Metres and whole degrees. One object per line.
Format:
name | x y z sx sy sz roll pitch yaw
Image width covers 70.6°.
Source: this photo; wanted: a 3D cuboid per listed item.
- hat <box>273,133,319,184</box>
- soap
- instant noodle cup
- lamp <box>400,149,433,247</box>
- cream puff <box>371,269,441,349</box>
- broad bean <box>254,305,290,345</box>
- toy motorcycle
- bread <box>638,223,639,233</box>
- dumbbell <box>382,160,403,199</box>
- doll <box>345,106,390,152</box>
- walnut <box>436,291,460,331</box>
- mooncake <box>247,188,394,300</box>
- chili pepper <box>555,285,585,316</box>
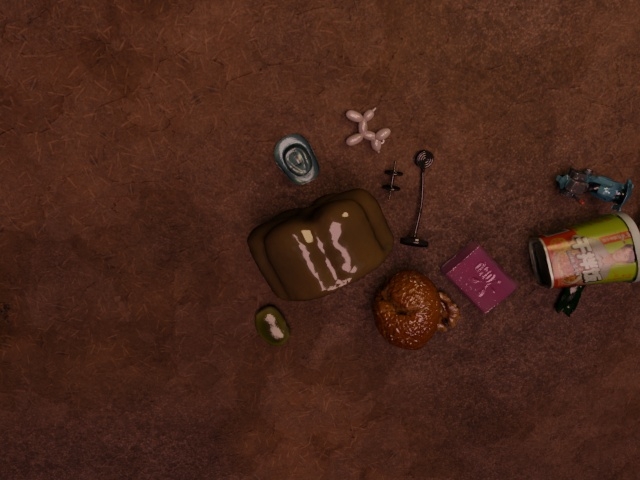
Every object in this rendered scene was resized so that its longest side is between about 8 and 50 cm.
hat | -0.080 -0.285 1.616 0.138 0.078 0.190 -34 107 5
soap | 0.629 0.145 1.799 0.181 0.081 0.259 -43 105 10
instant noodle cup | 0.978 0.052 1.702 0.308 0.294 0.293 -12 108 9
lamp | 0.382 -0.140 1.676 0.130 0.108 0.370 10 107 -11
cream puff | 0.307 0.254 1.703 0.212 0.303 0.302 16 107 -21
broad bean | -0.193 0.348 1.820 0.125 0.082 0.174 -34 97 7
toy motorcycle | 1.018 -0.191 1.664 0.273 0.182 0.123 7 120 -5
bread | 1.401 -0.060 1.732 0.313 0.172 0.311 -1 111 -3
dumbbell | 0.265 -0.220 1.663 0.070 0.069 0.147 5 108 -5
doll | 0.168 -0.389 1.608 0.160 0.059 0.160 -3 108 -1
walnut | 0.489 0.287 1.843 0.143 0.069 0.170 -27 106 7
mooncake | 0.000 0.000 1.530 0.468 0.467 0.262 -24 101 4
chili pepper | 1.032 0.216 1.859 0.098 0.061 0.224 0 106 -11
